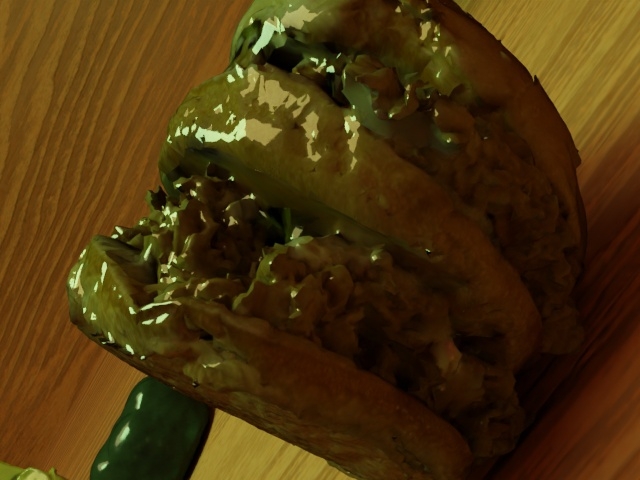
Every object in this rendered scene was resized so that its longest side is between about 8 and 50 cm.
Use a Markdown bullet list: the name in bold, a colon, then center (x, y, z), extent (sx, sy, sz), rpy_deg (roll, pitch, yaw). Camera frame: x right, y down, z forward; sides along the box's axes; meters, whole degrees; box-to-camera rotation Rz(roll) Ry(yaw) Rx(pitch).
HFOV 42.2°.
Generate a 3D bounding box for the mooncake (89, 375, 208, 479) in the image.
- **mooncake**: center (-0.212, 0.250, 1.030), extent (0.168, 0.104, 0.175), rpy_deg (-58, 10, 39)

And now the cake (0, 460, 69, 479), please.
- **cake**: center (-0.570, 0.529, 1.510), extent (0.286, 0.222, 0.227), rpy_deg (-38, 29, 57)

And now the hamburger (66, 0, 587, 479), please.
- **hamburger**: center (0.012, 0.007, 0.423), extent (0.211, 0.245, 0.260), rpy_deg (-57, -11, -19)
